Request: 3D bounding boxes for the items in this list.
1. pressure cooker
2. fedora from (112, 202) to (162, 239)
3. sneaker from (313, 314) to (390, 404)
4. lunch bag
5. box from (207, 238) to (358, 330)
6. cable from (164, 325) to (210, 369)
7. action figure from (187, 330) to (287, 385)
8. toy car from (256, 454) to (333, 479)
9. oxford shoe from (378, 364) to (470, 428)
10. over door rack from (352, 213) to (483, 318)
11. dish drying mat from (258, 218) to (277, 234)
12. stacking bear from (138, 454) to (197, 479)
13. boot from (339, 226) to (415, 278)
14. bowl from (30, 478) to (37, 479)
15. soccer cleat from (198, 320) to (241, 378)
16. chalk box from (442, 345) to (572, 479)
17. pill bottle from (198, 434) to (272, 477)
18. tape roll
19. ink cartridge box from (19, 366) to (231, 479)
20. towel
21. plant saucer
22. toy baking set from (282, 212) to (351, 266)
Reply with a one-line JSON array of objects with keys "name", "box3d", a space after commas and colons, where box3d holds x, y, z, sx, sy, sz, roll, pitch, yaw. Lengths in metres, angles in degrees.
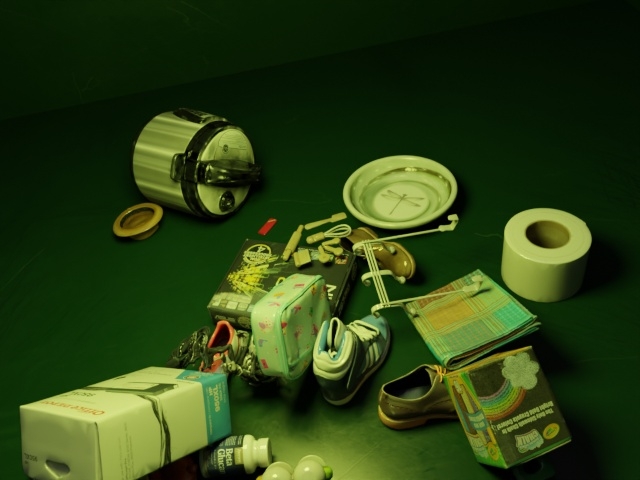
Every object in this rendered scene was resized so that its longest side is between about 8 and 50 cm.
[{"name": "pressure cooker", "box3d": [-0.436, -0.272, 2.283, 0.420, 0.376, 0.370, 16, 54, 30]}, {"name": "fedora", "box3d": [-0.671, -0.059, 2.307, 0.194, 0.079, 0.194, -9, 43, 9]}, {"name": "sneaker", "box3d": [0.090, 0.266, 1.678, 0.130, 0.236, 0.323, 17, 49, 27]}, {"name": "lunch bag", "box3d": [-0.063, 0.224, 1.633, 0.107, 0.224, 0.279, 0, 19, 29]}, {"name": "box", "box3d": [-0.110, 0.152, 1.951, 0.394, 0.097, 0.318, 8, 48, 18]}, {"name": "cable", "box3d": [-0.375, 0.313, 1.810, 0.184, 0.047, 0.150, -34, 13, 36]}, {"name": "action figure", "box3d": [-0.208, 0.311, 1.670, 0.164, 0.275, 0.141, -11, 61, 56]}, {"name": "toy car", "box3d": [-0.055, 0.585, 1.446, 0.181, 0.159, 0.136, -11, 76, -2]}, {"name": "oxford shoe", "box3d": [0.324, 0.378, 1.586, 0.363, 0.133, 0.130, -16, 42, -7]}, {"name": "over door rack", "box3d": [0.279, 0.084, 1.804, 0.324, 0.108, 0.240, -15, 58, 0]}, {"name": "dish drying mat", "box3d": [-0.193, -0.051, 2.256, 0.032, 0.008, 0.083, 17, 48, 26]}, {"name": "stacking bear", "box3d": [-0.442, 0.591, 1.494, 0.289, 0.175, 0.164, -15, 64, -19]}, {"name": "boot", "box3d": [0.176, 0.047, 1.977, 0.115, 0.112, 0.305, -7, 25, -36]}, {"name": "bowl", "box3d": [-0.685, 0.574, 1.612, 0.170, 0.080, 0.170, -5, 42, 5]}, {"name": "soccer cleat", "box3d": [-0.305, 0.371, 1.731, 0.108, 0.116, 0.318, 2, 43, 14]}, {"name": "chalk box", "box3d": [0.442, 0.418, 1.447, 0.180, 0.179, 0.289, -18, 79, -12]}, {"name": "pill bottle", "box3d": [-0.210, 0.537, 1.546, 0.169, 0.094, 0.094, -7, 42, 4]}, {"name": "tape roll", "box3d": [0.674, 0.042, 1.862, 0.246, 0.169, 0.246, -6, 42, 6]}, {"name": "ink cartridge box", "box3d": [-0.450, 0.430, 1.466, 0.285, 0.166, 0.395, -3, 2, 33]}, {"name": "towel", "box3d": [0.396, 0.204, 1.702, 0.271, 0.040, 0.370, -26, 20, -1]}, {"name": "plant saucer", "box3d": [0.283, -0.150, 2.202, 0.400, 0.101, 0.400, -6, 41, 5]}, {"name": "toy baking set", "box3d": [-0.007, 0.001, 1.997, 0.196, 0.030, 0.256, 2, 42, 17]}]
